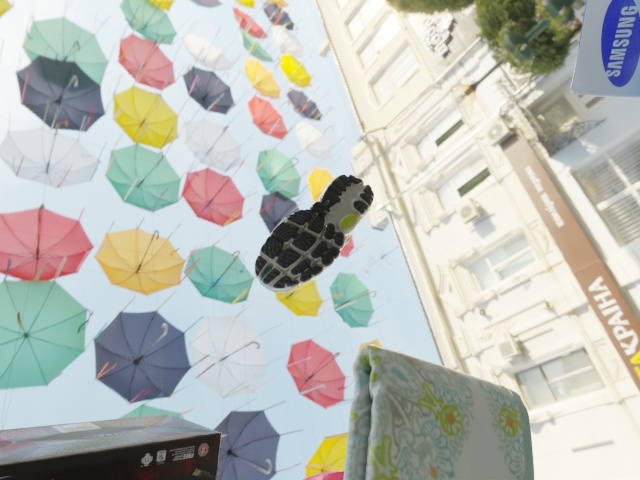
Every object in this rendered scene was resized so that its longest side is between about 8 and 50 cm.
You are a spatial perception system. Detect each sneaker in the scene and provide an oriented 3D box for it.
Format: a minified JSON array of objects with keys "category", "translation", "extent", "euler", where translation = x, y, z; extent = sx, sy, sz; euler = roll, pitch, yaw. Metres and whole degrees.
[{"category":"sneaker","translation":[0.000,0.000,0.733],"extent":[0.107,0.110,0.275],"euler":[38,-125,14]}]

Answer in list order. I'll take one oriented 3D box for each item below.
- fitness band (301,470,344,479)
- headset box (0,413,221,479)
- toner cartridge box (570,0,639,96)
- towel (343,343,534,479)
[{"category":"fitness band","translation":[0.060,0.461,0.666],"extent":[0.291,0.208,0.054],"euler":[18,-169,-14]},{"category":"headset box","translation":[-0.215,0.311,0.348],"extent":[0.218,0.110,0.293],"euler":[18,-108,-45]},{"category":"toner cartridge box","translation":[0.206,-0.259,0.227],"extent":[0.165,0.075,0.348],"euler":[-67,-30,-17]},{"category":"towel","translation":[0.172,0.360,0.580],"extent":[0.321,0.090,0.374],"euler":[25,-123,-29]}]
